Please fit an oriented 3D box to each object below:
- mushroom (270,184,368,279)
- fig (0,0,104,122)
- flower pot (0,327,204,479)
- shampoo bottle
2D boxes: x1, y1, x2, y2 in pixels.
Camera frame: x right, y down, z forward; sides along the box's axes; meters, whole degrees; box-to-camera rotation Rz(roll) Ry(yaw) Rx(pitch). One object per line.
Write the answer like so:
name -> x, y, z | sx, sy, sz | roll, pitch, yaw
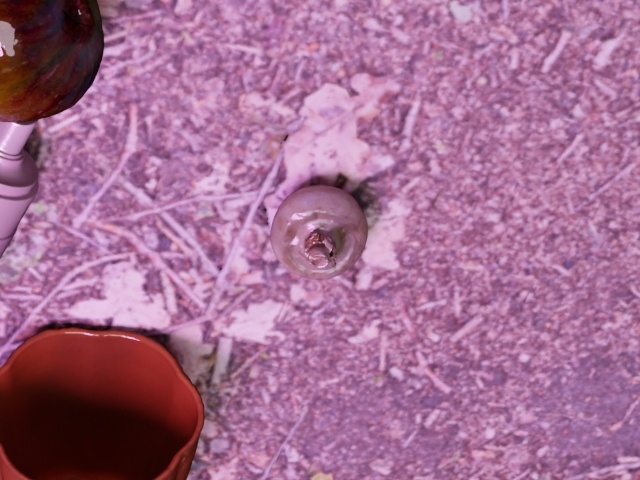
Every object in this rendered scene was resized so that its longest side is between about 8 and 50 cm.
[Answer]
mushroom -> 0.000, 0.000, 1.644 | 0.085, 0.079, 0.085 | -4, 123, -6
fig -> -0.289, -0.153, 1.504 | 0.245, 0.149, 0.149 | -5, 126, 20
flower pot -> -0.204, 0.197, 1.710 | 0.190, 0.191, 0.173 | 5, 135, -8
shampoo bottle -> -0.312, 0.010, 1.619 | 0.092, 0.092, 0.303 | 24, 118, -19
